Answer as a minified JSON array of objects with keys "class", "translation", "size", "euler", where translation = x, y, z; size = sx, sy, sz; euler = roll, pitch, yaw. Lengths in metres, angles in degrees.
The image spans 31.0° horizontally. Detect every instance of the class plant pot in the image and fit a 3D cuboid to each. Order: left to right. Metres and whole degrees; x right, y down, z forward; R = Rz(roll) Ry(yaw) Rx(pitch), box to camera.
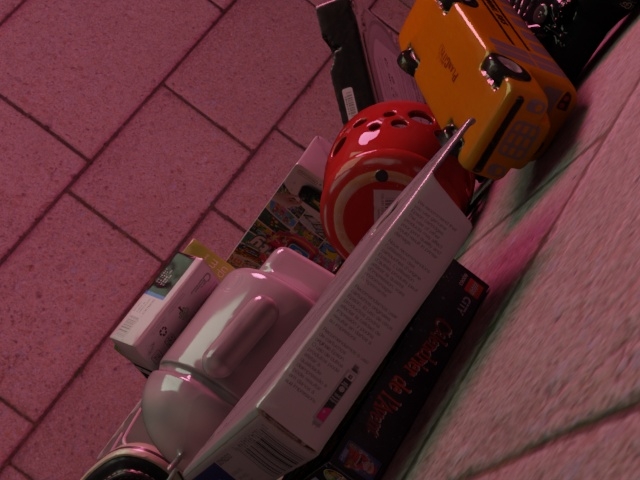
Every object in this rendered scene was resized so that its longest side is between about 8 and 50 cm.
[{"class":"plant pot","translation":[0.090,-0.058,1.419],"size":[0.191,0.191,0.174],"euler":[-52,5,28]}]

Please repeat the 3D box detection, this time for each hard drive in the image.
[{"class":"hard drive","translation":[0.103,-0.210,1.747],"size":[0.064,0.236,0.339],"euler":[-16,-13,18]}]

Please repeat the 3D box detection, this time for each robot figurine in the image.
[{"class":"robot figurine","translation":[-0.104,0.180,1.560],"size":[0.353,0.200,0.300],"euler":[-54,-18,-24]}]

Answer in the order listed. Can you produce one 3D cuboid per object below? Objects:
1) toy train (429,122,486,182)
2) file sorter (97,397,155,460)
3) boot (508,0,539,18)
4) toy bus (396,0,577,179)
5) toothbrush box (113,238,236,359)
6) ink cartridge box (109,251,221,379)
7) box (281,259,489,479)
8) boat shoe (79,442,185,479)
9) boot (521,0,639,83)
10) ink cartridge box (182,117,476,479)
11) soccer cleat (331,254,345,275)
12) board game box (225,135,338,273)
[{"class":"toy train","translation":[0.206,-0.150,1.502],"size":[0.184,0.105,0.080],"euler":[-51,-5,26]},{"class":"file sorter","translation":[-0.270,0.379,2.079],"size":[0.277,0.193,0.173],"euler":[-53,5,14]},{"class":"boot","translation":[0.325,-0.347,1.931],"size":[0.338,0.118,0.223],"euler":[-45,-16,6]},{"class":"toy bus","translation":[0.180,-0.189,1.279],"size":[0.108,0.130,0.332],"euler":[-60,27,27]},{"class":"toothbrush box","translation":[-0.165,0.169,1.904],"size":[0.206,0.283,0.122],"euler":[-54,3,-23]},{"class":"ink cartridge box","translation":[-0.161,0.182,1.699],"size":[0.065,0.332,0.165],"euler":[14,58,40]},{"class":"box","translation":[0.049,0.138,1.015],"size":[0.233,0.044,0.159],"euler":[-55,2,-34]},{"class":"boat shoe","translation":[-0.351,0.523,1.733],"size":[0.500,0.187,0.156],"euler":[-58,6,17]},{"class":"boot","translation":[0.282,-0.308,1.402],"size":[0.207,0.094,0.246],"euler":[-50,44,30]},{"class":"ink cartridge box","translation":[0.020,0.081,1.053],"size":[0.330,0.071,0.324],"euler":[-51,0,-25]},{"class":"soccer cleat","translation":[0.116,-0.031,1.733],"size":[0.289,0.093,0.121],"euler":[-51,-3,31]},{"class":"board game box","translation":[0.000,0.000,1.950],"size":[0.303,0.224,0.097],"euler":[-52,5,44]}]
